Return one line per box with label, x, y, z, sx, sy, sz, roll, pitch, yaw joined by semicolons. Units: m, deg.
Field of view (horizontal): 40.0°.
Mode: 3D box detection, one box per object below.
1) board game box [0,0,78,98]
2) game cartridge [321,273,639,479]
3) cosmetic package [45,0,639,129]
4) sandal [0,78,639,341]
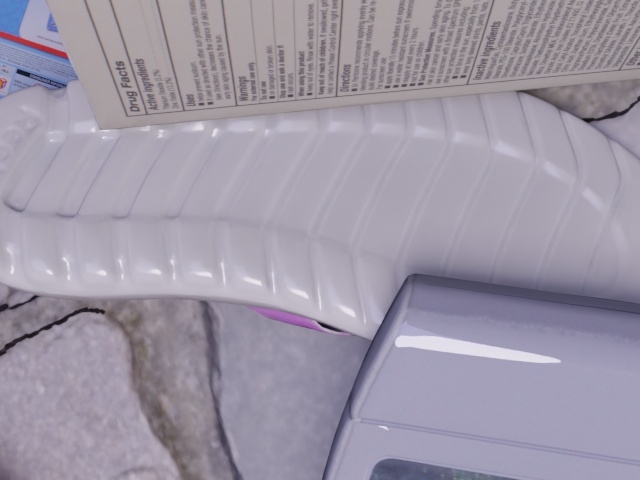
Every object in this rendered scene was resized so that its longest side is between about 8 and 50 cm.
board game box;-0.153;-0.181;0.605;0.160;0.039;0.211;20;92;19
game cartridge;0.091;0.168;0.431;0.196;0.060;0.294;8;105;8
cosmetic package;0.032;-0.149;0.419;0.310;0.160;0.113;-5;68;-4
sandal;0.003;-0.014;0.507;0.416;0.102;0.169;10;70;2
